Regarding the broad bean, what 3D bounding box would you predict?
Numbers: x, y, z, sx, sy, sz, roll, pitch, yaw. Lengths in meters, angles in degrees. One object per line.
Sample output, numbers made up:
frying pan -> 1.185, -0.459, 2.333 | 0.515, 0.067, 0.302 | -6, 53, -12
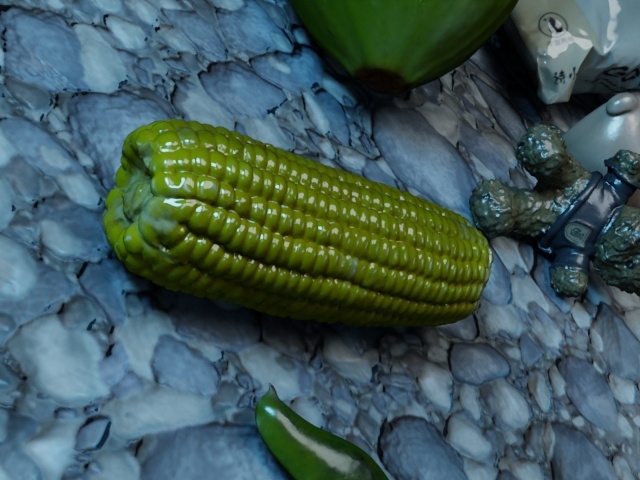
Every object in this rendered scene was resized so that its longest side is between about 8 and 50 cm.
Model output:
broad bean -> 0.058, 0.218, 0.622 | 0.297, 0.043, 0.060 | 47, 50, -2

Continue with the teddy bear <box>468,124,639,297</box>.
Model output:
teddy bear -> 0.297, -0.036, 0.976 | 0.251, 0.182, 0.129 | 32, 11, -10

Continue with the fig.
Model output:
fig -> 0.085, -0.308, 0.902 | 0.316, 0.316, 0.316 | 23, 45, -26

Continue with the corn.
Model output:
corn -> 0.000, 0.000, 0.681 | 0.344, 0.131, 0.131 | 13, 50, -33

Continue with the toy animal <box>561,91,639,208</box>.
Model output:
toy animal -> 0.398, -0.079, 1.078 | 0.171, 0.171, 0.198 | -25, 79, -49

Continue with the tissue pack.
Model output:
tissue pack -> 0.386, -0.367, 1.287 | 0.375, 0.195, 0.390 | -6, 62, -30
